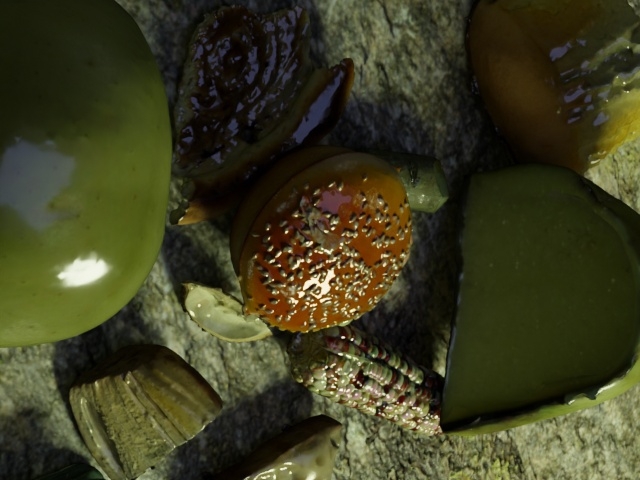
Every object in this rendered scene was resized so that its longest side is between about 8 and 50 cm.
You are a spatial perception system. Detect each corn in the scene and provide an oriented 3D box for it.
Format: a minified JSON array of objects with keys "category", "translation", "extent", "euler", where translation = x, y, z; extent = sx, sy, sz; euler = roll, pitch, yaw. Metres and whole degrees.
[{"category":"corn","translation":[0.070,0.166,1.774],"extent":[0.280,0.092,0.092],"euler":[28,87,-41]}]

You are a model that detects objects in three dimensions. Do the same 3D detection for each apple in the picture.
[{"category":"apple","translation":[-0.303,-0.076,1.300],"extent":[0.357,0.357,0.357],"euler":[-10,108,-32]}]

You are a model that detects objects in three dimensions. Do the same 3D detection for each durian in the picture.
[{"category":"durian","translation":[-0.112,0.081,1.637],"extent":[0.130,0.066,0.052],"euler":[33,83,-26]}]

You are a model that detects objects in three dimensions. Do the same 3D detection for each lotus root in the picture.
[{"category":"lotus root","translation":[-0.187,0.174,1.602],"extent":[0.159,0.095,0.135],"euler":[-25,112,18]},{"category":"lotus root","translation":[-0.072,0.333,1.729],"extent":[0.170,0.074,0.261],"euler":[5,99,-32]}]

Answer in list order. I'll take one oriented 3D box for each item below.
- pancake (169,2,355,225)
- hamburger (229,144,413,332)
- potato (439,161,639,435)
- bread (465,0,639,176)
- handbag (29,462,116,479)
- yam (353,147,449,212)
[{"category":"pancake","translation":[-0.061,-0.134,1.618],"extent":[0.212,0.056,0.258],"euler":[7,99,-36]},{"category":"hamburger","translation":[0.002,-0.004,1.613],"extent":[0.237,0.147,0.237],"euler":[-31,145,-25]},{"category":"potato","translation":[0.318,0.080,1.774],"extent":[0.212,0.280,0.330],"euler":[10,82,-46]},{"category":"bread","translation":[0.293,-0.199,1.783],"extent":[0.204,0.162,0.262],"euler":[-32,105,-11]},{"category":"handbag","translation":[-0.320,0.384,1.568],"extent":[0.260,0.079,0.248],"euler":[-17,112,-29]},{"category":"yam","translation":[0.099,-0.071,1.736],"extent":[0.146,0.069,0.070],"euler":[6,99,-34]}]
